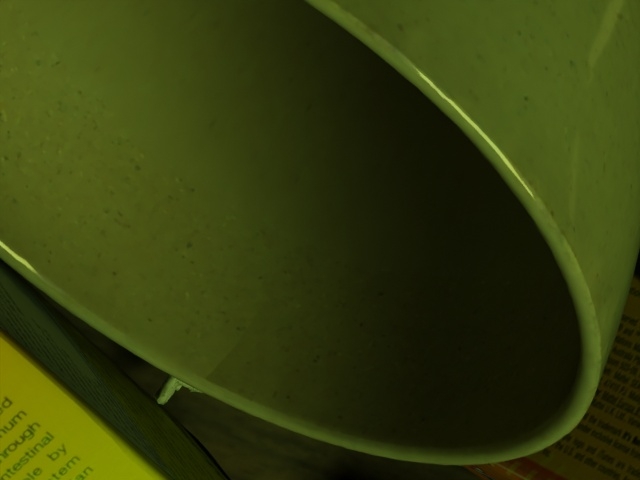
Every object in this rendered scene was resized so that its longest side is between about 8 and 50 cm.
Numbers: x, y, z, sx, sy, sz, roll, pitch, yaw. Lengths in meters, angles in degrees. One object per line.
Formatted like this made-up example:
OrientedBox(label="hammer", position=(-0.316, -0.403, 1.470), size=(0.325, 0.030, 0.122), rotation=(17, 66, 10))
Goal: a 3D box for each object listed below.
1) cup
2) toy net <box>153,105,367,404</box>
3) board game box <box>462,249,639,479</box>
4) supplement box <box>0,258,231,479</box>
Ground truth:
OrientedBox(label="cup", position=(0.004, -0.102, 0.722), size=(0.237, 0.331, 0.331), rotation=(-59, 142, -27))
OrientedBox(label="toy net", position=(0.000, 0.000, 0.907), size=(0.232, 0.045, 0.122), rotation=(-53, 175, -1))
OrientedBox(label="board game box", position=(0.311, 0.049, 0.938), size=(0.356, 0.356, 0.356), rotation=(36, 82, -46))
OrientedBox(label="supplement box", position=(-0.172, 0.123, 0.802), size=(0.195, 0.194, 0.356), rotation=(-43, 135, -3))
